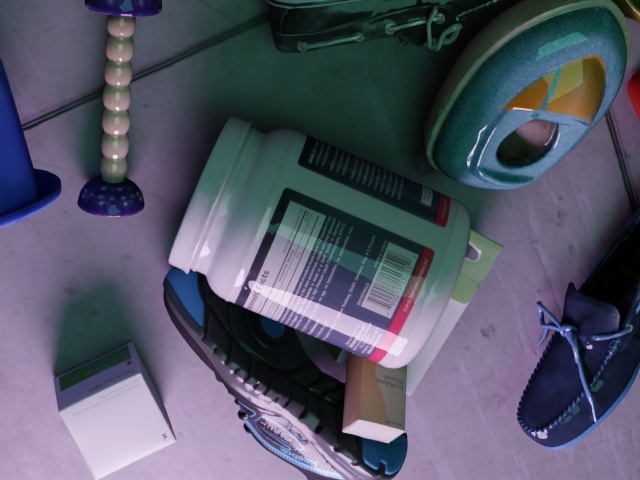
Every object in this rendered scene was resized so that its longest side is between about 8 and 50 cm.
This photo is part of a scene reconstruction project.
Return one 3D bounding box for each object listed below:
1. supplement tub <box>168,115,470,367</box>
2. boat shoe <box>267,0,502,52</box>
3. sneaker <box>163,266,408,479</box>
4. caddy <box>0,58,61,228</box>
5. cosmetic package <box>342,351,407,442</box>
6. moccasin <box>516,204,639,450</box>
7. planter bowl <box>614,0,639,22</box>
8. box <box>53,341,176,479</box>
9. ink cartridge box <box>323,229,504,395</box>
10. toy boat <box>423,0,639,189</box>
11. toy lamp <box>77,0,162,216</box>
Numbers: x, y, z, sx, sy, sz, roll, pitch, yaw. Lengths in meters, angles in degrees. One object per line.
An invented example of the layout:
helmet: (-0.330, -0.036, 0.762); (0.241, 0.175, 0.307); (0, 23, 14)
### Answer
supplement tub: (0.000, 0.000, 1.335); (0.272, 0.191, 0.191); (23, 103, -3)
boat shoe: (0.098, -0.248, 1.340); (0.306, 0.113, 0.105); (-11, 120, -9)
sneaker: (-0.064, 0.166, 1.444); (0.341, 0.125, 0.139); (46, 135, -9)
caddy: (-0.417, -0.058, 1.197); (0.341, 0.241, 0.179); (-10, 109, -12)
cosmetic package: (0.061, 0.158, 1.416); (0.060, 0.115, 0.041); (16, 146, -21)
moccasin: (0.328, 0.082, 1.533); (0.117, 0.138, 0.342); (35, 85, -38)
planter bowl: (0.347, -0.305, 1.379); (0.217, 0.090, 0.217); (7, 75, -28)
box: (-0.229, 0.188, 1.429); (0.101, 0.087, 0.102); (-25, 116, -5)
ink cartridge box: (0.106, 0.064, 1.489); (0.109, 0.062, 0.209); (27, 101, -22)
toy boat: (0.284, -0.141, 1.387); (0.318, 0.148, 0.267); (4, 137, -28)
toy lamp: (-0.204, -0.164, 1.307); (0.080, 0.080, 0.274); (1, 113, -16)
